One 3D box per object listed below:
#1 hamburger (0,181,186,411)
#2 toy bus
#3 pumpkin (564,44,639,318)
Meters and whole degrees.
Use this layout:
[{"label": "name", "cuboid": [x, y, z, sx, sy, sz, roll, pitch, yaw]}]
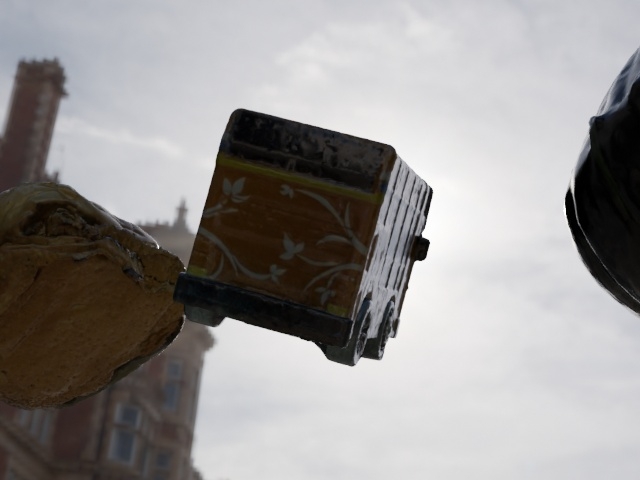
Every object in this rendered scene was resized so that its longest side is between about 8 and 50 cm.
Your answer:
[{"label": "hamburger", "cuboid": [-0.298, 0.065, 1.429, 0.318, 0.158, 0.319, -16, -33, -11]}, {"label": "toy bus", "cuboid": [0.000, 0.000, 1.138, 0.162, 0.194, 0.323, 14, 0, 12]}, {"label": "pumpkin", "cuboid": [0.317, -0.041, 0.826, 0.296, 0.296, 0.296, 4, -29, 2]}]
